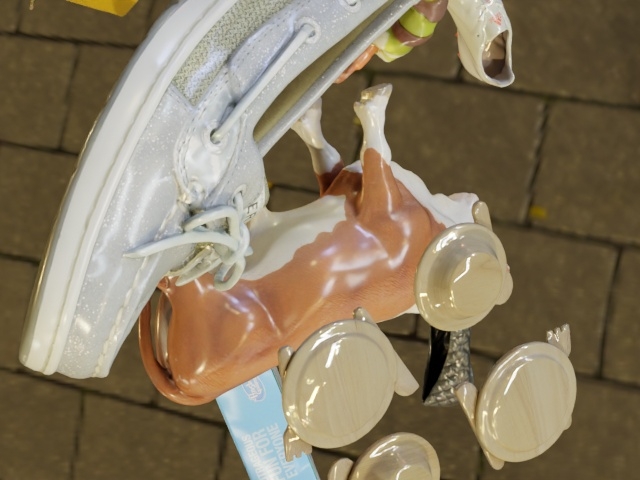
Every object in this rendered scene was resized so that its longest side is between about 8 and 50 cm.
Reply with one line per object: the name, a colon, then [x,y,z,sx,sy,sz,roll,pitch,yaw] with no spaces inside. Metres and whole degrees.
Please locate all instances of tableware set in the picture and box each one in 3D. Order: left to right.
tableware set: [0.055,0.073,0.779,0.168,0.141,0.020,-33,30,-20]

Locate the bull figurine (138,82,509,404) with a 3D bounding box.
bull figurine: [0.000,0.000,1.153,0.101,0.310,0.188,8,121,58]

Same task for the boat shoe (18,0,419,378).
boat shoe: [-0.033,-0.064,0.744,0.103,0.118,0.320,31,61,0]

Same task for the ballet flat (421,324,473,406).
ballet flat: [0.116,0.088,1.532,0.057,0.049,0.173,-136,33,-60]

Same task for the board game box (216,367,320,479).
board game box: [-0.069,0.174,1.725,0.064,0.316,0.242,-22,111,-2]

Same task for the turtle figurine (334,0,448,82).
turtle figurine: [0.107,-0.202,0.916,0.087,0.217,0.269,45,136,30]

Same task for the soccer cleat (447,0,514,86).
soccer cleat: [0.158,-0.243,1.620,0.068,0.196,0.076,-33,40,-10]

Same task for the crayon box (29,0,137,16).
crayon box: [-0.140,-0.299,1.196,0.318,0.081,0.202,161,121,-68]
